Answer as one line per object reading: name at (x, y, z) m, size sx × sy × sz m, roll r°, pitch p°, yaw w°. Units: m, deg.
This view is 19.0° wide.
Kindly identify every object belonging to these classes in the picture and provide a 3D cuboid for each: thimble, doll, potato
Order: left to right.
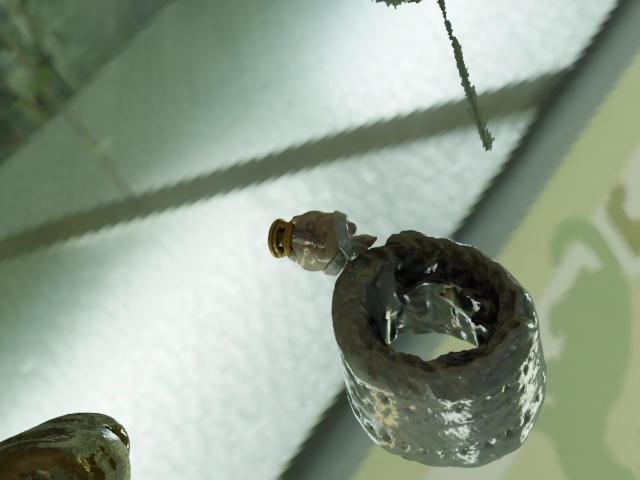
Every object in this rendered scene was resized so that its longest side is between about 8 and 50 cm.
potato at (-0.285, 0.255, 1.803) m, size 0.195 × 0.176 × 0.369 m, roll -63°, pitch 174°, yaw 18°
doll at (0.000, 0.000, 2.141) m, size 0.127 × 0.084 × 0.073 m, roll 4°, pitch -98°, yaw 31°
thimble at (0.127, 0.115, 2.071) m, size 0.217 × 0.157 × 0.245 m, roll -28°, pitch -133°, yaw -17°

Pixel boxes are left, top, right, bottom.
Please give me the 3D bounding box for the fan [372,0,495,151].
fan at (0.083, -0.208, 1.423) m, size 0.009 × 0.329 × 0.190 m, roll 8°, pitch -144°, yaw 45°
